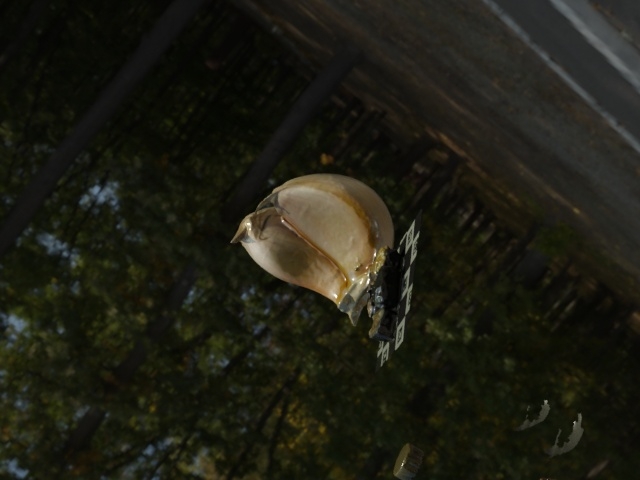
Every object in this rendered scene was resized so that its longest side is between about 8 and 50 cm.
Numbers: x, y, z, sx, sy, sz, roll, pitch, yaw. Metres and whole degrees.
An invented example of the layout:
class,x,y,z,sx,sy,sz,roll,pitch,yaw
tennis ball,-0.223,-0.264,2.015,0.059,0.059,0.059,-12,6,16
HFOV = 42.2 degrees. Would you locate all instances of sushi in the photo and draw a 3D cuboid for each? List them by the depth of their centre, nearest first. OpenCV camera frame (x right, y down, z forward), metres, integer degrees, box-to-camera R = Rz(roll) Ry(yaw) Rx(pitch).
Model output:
class,x,y,z,sx,sy,sz,roll,pitch,yaw
sushi,0.098,0.077,1.300,0.051,0.215,0.192,13,153,-5

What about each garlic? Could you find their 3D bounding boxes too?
class,x,y,z,sx,sy,sz,roll,pitch,yaw
garlic,0.000,0.000,1.698,0.313,0.249,0.286,37,159,16

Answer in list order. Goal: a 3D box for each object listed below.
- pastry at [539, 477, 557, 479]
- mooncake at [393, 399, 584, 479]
class,x,y,z,sx,sy,sz,roll,pitch,yaw
pastry,0.334,0.496,1.302,0.193,0.274,0.275,1,156,45
mooncake,0.207,0.282,1.148,0.057,0.150,0.347,26,165,-21
